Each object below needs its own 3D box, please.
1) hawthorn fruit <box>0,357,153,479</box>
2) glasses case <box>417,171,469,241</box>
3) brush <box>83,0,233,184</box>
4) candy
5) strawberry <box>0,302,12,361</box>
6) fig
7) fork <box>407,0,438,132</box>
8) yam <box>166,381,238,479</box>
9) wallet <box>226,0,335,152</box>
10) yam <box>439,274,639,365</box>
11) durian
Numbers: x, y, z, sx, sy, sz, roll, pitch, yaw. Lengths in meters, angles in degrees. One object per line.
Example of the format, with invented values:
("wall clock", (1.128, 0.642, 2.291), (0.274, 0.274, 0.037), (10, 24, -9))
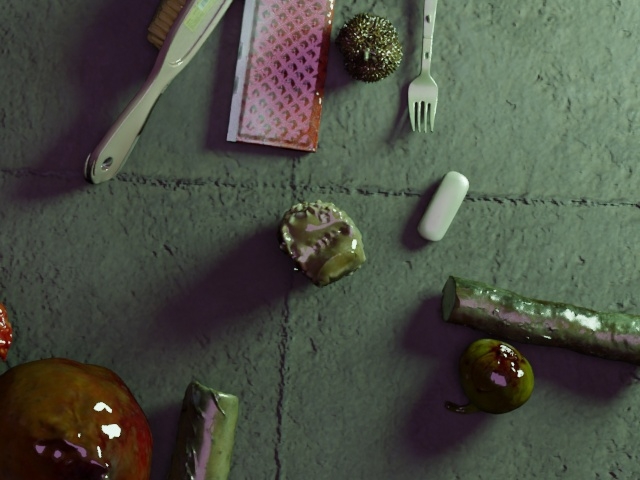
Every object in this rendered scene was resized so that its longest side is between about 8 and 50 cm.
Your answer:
("hawthorn fruit", (-0.257, 0.228, 1.834), (0.208, 0.248, 0.208), (-1, 91, -29))
("glasses case", (0.137, -0.038, 1.984), (0.032, 0.021, 0.083), (27, 86, -2))
("brush", (-0.181, -0.202, 1.953), (0.067, 0.072, 0.313), (33, 91, 27))
("candy", (0.000, 0.000, 1.930), (0.085, 0.110, 0.095), (-30, 92, 0))
("strawberry", (-0.398, 0.106, 1.881), (0.145, 0.086, 0.145), (-10, 48, 12))
("fig", (0.191, 0.160, 1.963), (0.084, 0.082, 0.098), (10, 127, -18))
("fork", (0.118, -0.228, 1.992), (0.034, 0.028, 0.219), (3, 84, 3))
("yam", (-0.142, 0.313, 1.929), (0.071, 0.067, 0.317), (8, 86, 38))
("wallet", (-0.043, -0.201, 1.978), (0.103, 0.020, 0.196), (7, 87, -3))
("yam", (0.258, 0.092, 1.970), (0.253, 0.061, 0.061), (12, 87, -3))
("durian", (0.053, -0.210, 1.953), (0.080, 0.091, 0.080), (2, 115, 4))
